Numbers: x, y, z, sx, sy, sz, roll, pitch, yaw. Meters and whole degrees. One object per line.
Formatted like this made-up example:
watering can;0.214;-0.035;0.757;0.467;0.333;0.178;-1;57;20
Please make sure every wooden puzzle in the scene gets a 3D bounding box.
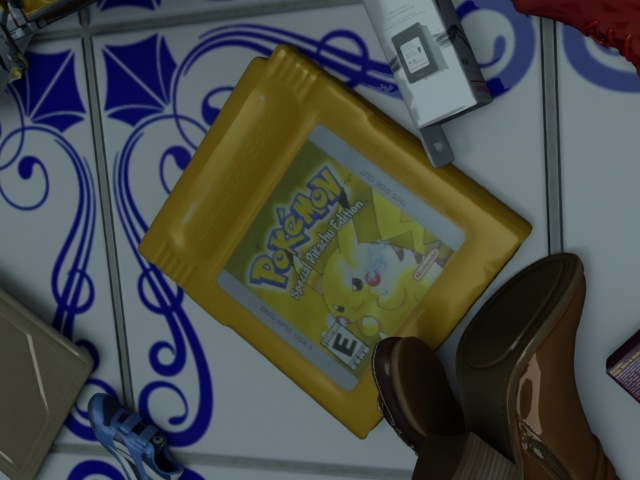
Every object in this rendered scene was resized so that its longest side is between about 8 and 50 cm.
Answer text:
wooden puzzle;-0.401;0.165;1.056;0.221;0.044;0.238;35;114;11

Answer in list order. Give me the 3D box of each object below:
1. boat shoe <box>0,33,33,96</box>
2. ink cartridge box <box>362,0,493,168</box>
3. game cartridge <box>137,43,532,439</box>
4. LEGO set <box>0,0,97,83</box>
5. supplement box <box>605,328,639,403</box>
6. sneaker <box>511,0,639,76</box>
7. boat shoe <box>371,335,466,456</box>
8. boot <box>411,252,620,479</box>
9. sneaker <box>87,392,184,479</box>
boat shoe;-0.304;-0.289;0.898;0.156;0.136;0.367;17;99;6
ink cartridge box;0.104;-0.162;0.771;0.060;0.104;0.180;-23;92;21
game cartridge;0.000;0.000;0.868;0.324;0.053;0.285;38;110;9
LEGO set;-0.273;-0.279;0.692;0.192;0.331;0.255;-26;113;1
supplement box;0.312;0.126;0.779;0.083;0.043;0.055;45;111;7
sneaker;0.268;-0.163;0.721;0.221;0.087;0.128;8;101;20
boat shoe;0.091;0.161;0.807;0.073;0.073;0.207;-1;139;35
boot;0.223;0.174;0.777;0.220;0.283;0.109;39;151;-20
sneaker;-0.214;0.232;0.991;0.059;0.053;0.144;-34;96;23
